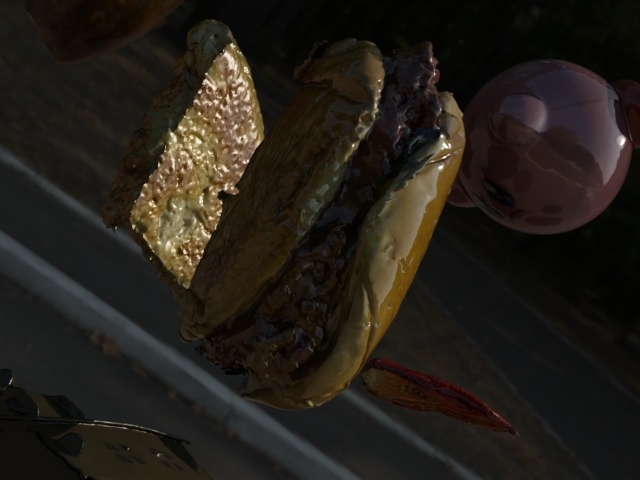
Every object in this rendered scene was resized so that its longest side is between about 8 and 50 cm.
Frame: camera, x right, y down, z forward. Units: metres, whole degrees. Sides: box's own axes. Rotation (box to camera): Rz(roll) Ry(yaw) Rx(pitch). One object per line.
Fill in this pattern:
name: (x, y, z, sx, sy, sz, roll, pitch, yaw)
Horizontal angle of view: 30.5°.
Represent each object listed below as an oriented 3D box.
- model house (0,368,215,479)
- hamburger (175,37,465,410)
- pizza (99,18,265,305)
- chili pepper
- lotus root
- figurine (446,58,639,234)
model house: (-0.245, 0.215, 1.020, 0.243, 0.204, 0.211, 38, 7, 33)
hamburger: (0.000, 0.000, 0.932, 0.155, 0.282, 0.245, 28, 42, -18)
pizza: (-0.146, -0.062, 1.240, 0.086, 0.336, 0.226, 17, 23, 37)
chili pepper: (0.109, 0.148, 1.119, 0.178, 0.045, 0.027, 18, 38, 26)
lotus root: (-0.222, -0.341, 1.325, 0.193, 0.291, 0.193, 53, 1, -1)
figurine: (0.208, -0.087, 1.107, 0.173, 0.173, 0.173, 37, 7, -5)
